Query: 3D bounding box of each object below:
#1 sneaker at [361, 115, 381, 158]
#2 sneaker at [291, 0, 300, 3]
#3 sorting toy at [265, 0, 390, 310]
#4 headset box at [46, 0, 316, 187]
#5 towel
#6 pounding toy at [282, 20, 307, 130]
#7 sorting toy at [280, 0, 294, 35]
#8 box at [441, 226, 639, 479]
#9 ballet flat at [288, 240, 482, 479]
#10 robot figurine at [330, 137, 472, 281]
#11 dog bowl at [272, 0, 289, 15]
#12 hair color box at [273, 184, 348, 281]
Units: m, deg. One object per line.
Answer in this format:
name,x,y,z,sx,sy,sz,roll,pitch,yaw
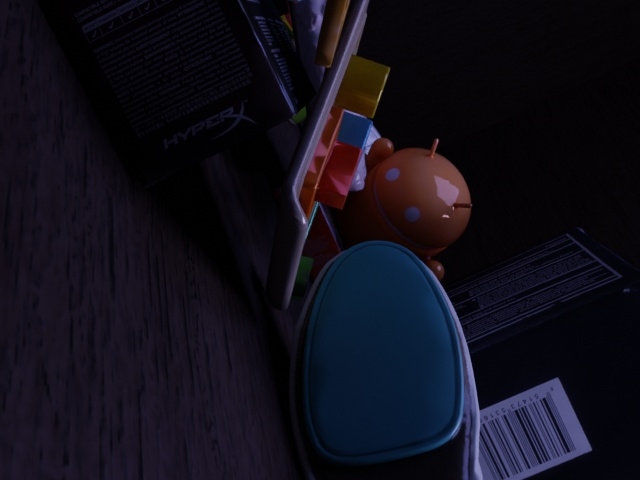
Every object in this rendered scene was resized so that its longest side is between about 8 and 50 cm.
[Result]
sneaker,0.095,-0.103,1.607,0.169,0.108,0.292,-101,166,-68
sneaker,-0.032,-0.317,0.631,0.104,0.125,0.261,-104,167,-62
sorting toy,0.008,-0.063,0.608,0.347,0.047,0.195,106,-1,-67
headset box,-0.117,-0.203,0.592,0.218,0.110,0.293,-79,144,-76
towel,-0.003,-0.221,0.919,0.317,0.054,0.331,-100,179,-84
pounding toy,-0.020,-0.259,1.336,0.236,0.110,0.183,63,9,-14
sorting toy,-0.080,-0.444,1.696,0.274,0.046,0.132,67,9,16
box,0.191,0.141,0.878,0.182,0.296,0.294,64,9,-7
ballet flat,0.056,0.182,0.609,0.139,0.139,0.400,56,17,-46
robot figurine,0.087,-0.026,1.017,0.128,0.219,0.158,32,49,-16
dog bowl,-0.151,-0.359,0.846,0.349,0.102,0.348,-24,90,-81
hair color box,0.000,0.000,0.962,0.141,0.043,0.072,65,8,3
